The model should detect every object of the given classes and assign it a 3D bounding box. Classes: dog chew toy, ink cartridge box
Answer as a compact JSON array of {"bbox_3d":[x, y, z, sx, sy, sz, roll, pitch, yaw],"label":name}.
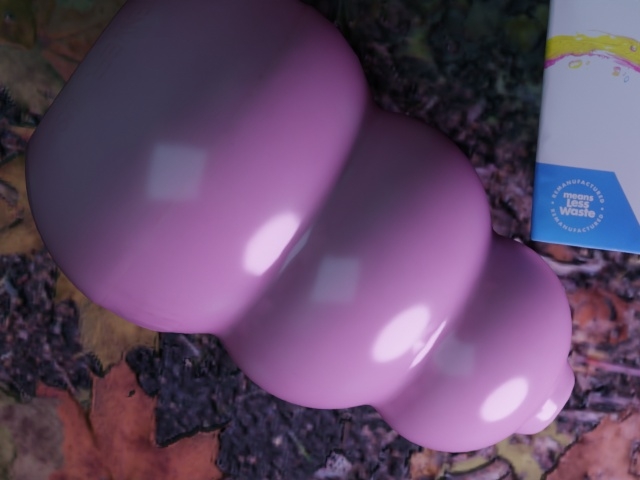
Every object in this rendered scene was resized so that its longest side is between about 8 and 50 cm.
[{"bbox_3d":[0.000,0.000,1.099,0.332,0.206,0.206,36,112,-6],"label":"dog chew toy"},{"bbox_3d":[0.194,-0.111,1.070,0.134,0.078,0.231,7,107,13],"label":"ink cartridge box"}]
